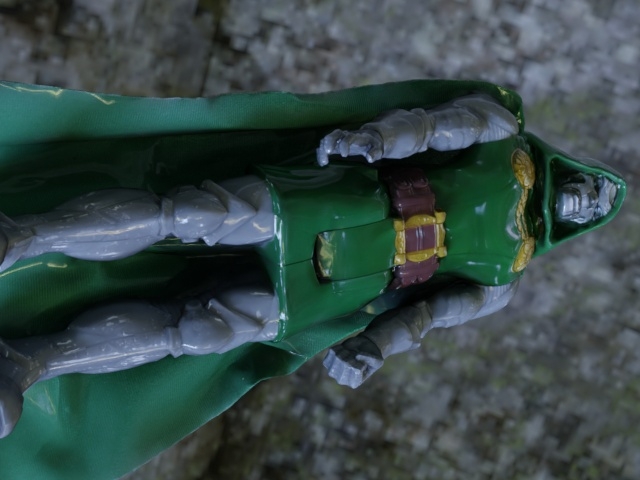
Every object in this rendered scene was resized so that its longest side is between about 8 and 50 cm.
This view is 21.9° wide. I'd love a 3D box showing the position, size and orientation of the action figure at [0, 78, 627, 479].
[{"bbox_3d":[0.000,0.000,0.514,0.232,0.137,0.063,-13,-158,-29],"label":"action figure"}]
